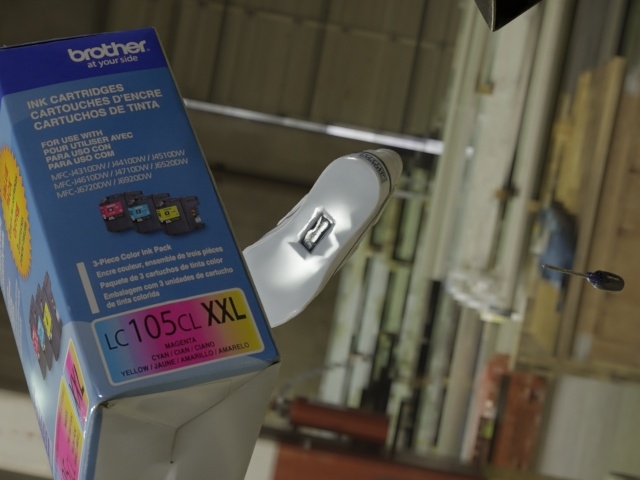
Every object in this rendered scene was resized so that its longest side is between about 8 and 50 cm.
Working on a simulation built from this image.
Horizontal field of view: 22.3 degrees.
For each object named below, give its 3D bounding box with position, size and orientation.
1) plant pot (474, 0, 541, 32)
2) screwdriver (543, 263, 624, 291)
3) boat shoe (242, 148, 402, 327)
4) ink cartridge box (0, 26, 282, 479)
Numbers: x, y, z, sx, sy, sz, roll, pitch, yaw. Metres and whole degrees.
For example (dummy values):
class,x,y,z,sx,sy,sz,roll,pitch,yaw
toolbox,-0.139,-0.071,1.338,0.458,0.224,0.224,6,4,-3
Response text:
class,x,y,z,sx,sy,sz,roll,pitch,yaw
plant pot,0.191,-0.330,1.504,0.167,0.188,0.187,57,-178,7
screwdriver,0.293,0.035,1.813,0.170,0.024,0.025,20,-96,-50
boat shoe,0.000,0.000,1.724,0.258,0.095,0.084,-43,-8,33
ink cartridge box,-0.177,0.014,1.339,0.270,0.151,0.395,108,147,-54
